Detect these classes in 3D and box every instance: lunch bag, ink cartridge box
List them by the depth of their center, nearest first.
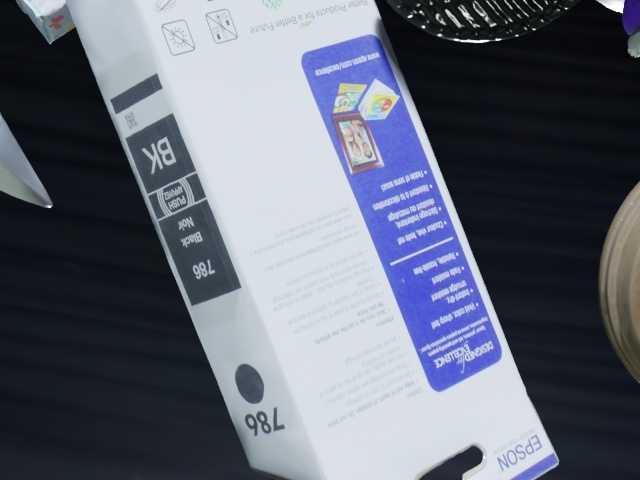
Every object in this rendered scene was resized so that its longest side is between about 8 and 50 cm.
[{"bbox_3d":[0.000,0.000,0.887,0.165,0.065,0.333,-20,88,-43],"label":"ink cartridge box"},{"bbox_3d":[-0.249,-0.237,1.560,0.071,0.083,0.053,-35,151,-11],"label":"lunch bag"}]

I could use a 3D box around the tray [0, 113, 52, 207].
[{"bbox_3d":[-0.234,-0.111,0.861,0.145,0.030,0.270,57,2,27],"label":"tray"}]

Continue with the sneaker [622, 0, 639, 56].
[{"bbox_3d":[0.265,-0.215,1.116,0.293,0.102,0.146,119,-39,-84],"label":"sneaker"}]

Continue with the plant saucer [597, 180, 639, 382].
[{"bbox_3d":[0.386,0.037,1.469,0.041,0.277,0.278,-90,-173,-74],"label":"plant saucer"}]

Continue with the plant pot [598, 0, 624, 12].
[{"bbox_3d":[0.359,-0.316,1.530,0.255,0.271,0.272,-9,-111,63],"label":"plant pot"}]

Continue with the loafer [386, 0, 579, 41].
[{"bbox_3d":[0.126,-0.176,0.862,0.080,0.220,0.078,40,42,-31],"label":"loafer"}]
